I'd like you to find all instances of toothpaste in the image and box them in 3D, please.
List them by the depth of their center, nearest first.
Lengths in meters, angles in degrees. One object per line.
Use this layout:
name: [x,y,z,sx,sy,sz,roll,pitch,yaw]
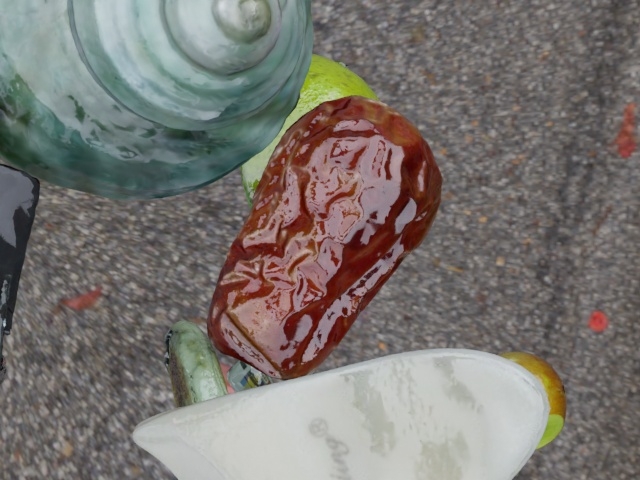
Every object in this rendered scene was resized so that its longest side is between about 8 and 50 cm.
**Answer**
toothpaste: [-0.071,0.270,1.543,0.067,0.037,0.255,-44,126,-33]

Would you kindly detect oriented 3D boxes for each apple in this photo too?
apple: [0.311,0.261,1.696,0.147,0.146,0.163,-11,136,-25]

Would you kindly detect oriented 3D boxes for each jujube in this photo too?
jujube: [0.000,0.000,1.211,0.216,0.216,0.342,35,86,-19]

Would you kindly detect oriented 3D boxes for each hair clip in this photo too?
hair clip: [0.026,0.168,0.777,0.282,0.113,0.172,-20,89,-18]

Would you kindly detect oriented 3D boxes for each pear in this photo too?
pear: [-0.001,-0.099,1.376,0.239,0.139,0.288,-44,117,-46]

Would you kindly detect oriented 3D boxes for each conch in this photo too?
conch: [-0.105,-0.122,0.652,0.220,0.277,0.195,19,82,-36]

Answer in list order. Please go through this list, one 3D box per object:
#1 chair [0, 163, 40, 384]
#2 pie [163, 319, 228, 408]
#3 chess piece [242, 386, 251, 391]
chair: [-0.244,0.067,0.609,0.140,0.145,0.221,10,75,-13]
pie: [-0.140,0.213,1.270,0.054,0.240,0.240,-13,98,-18]
chess piece: [-0.039,0.335,1.434,0.298,0.176,0.175,36,81,-24]
